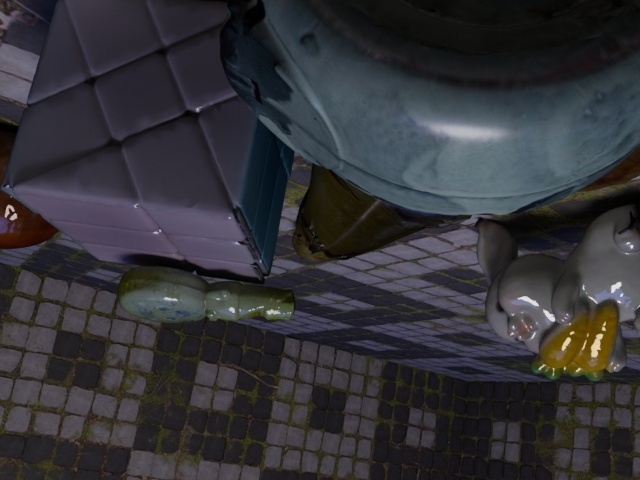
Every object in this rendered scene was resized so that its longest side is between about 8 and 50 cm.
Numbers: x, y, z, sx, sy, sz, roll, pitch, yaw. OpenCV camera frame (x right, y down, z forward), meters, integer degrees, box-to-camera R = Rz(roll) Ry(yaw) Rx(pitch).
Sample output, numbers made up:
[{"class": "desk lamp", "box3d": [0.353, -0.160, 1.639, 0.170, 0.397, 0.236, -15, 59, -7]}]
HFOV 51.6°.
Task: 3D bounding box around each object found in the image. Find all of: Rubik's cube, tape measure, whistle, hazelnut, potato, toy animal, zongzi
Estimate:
[{"class": "Rubik's cube", "box3d": [-0.155, -0.101, 0.702, 0.221, 0.231, 0.224, 7, 164, 7]}, {"class": "tape measure", "box3d": [0.078, -0.148, 0.379, 0.275, 0.256, 0.147, 12, 163, 9]}, {"class": "whistle", "box3d": [-0.127, 0.060, 0.744, 0.198, 0.057, 0.104, 2, 157, 1]}, {"class": "hazelnut", "box3d": [-0.499, -0.082, 1.051, 0.214, 0.176, 0.214, -10, 143, -7]}, {"class": "potato", "box3d": [0.000, 0.000, 1.214, 0.091, 0.070, 0.138, 16, 162, -23]}, {"class": "toy animal", "box3d": [0.364, 0.064, 0.984, 0.183, 0.247, 0.310, 39, 135, -27]}, {"class": "zongzi", "box3d": [0.008, -0.102, 0.782, 0.300, 0.145, 0.274, 34, 143, -27]}]

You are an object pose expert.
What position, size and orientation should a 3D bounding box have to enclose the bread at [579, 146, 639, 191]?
[{"class": "bread", "box3d": [0.214, -0.135, 0.581, 0.230, 0.123, 0.230, 11, 159, 4]}]
